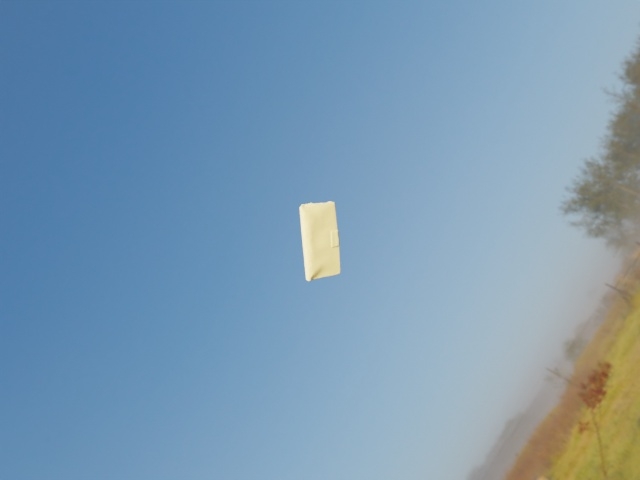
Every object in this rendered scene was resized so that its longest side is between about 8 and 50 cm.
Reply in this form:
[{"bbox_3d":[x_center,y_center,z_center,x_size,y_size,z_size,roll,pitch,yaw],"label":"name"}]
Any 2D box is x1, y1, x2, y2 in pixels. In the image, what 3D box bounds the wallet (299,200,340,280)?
[{"bbox_3d":[0.000,0.000,0.691,0.044,0.011,0.083,-10,-79,-27],"label":"wallet"}]
